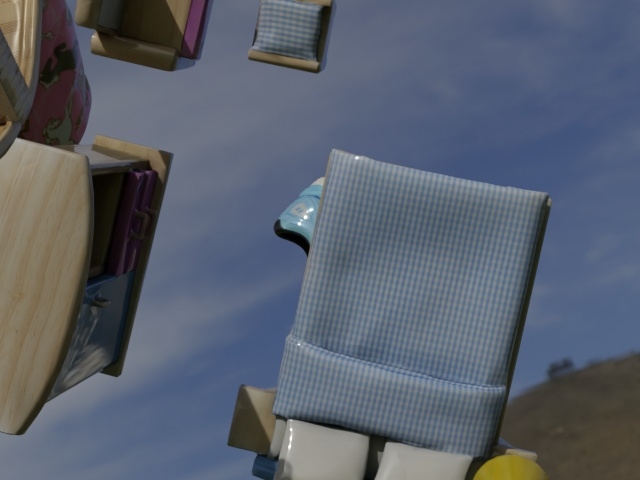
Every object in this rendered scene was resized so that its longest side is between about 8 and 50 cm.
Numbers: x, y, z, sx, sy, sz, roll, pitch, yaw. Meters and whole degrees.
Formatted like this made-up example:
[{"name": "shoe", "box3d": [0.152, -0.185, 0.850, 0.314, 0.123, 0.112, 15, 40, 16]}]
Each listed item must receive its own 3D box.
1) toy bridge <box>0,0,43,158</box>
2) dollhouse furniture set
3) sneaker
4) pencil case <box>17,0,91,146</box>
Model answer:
[{"name": "toy bridge", "box3d": [-0.112, -0.061, 0.476, 0.026, 0.188, 0.063, -9, -54, 16]}, {"name": "dollhouse furniture set", "box3d": [0.000, 0.000, 0.796, 0.303, 0.286, 0.198, 14, 5, 4]}, {"name": "sneaker", "box3d": [0.022, 0.035, 1.156, 0.073, 0.162, 0.063, -32, -10, -15]}, {"name": "pencil case", "box3d": [-0.304, -0.191, 1.268, 0.160, 0.167, 0.386, 24, -24, 15]}]
